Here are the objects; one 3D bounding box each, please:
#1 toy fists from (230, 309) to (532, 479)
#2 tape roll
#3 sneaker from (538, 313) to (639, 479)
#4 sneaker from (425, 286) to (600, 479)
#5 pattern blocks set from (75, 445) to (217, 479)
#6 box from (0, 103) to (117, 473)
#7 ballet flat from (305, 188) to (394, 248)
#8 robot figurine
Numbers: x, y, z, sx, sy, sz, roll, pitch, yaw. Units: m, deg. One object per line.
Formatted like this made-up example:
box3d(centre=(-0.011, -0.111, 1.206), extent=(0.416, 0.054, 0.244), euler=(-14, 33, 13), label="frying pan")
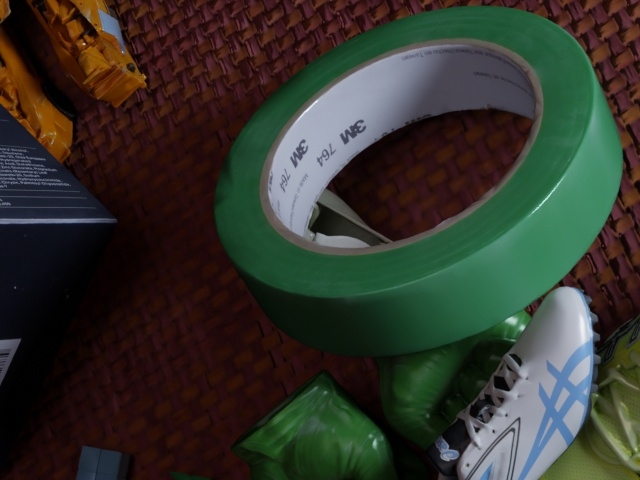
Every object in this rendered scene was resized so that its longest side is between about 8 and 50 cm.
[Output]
box3d(centre=(0.062, 0.148, 1.492), extent=(0.279, 0.096, 0.142), euler=(-40, 92, 15), label="toy fists")
box3d(centre=(0.075, -0.053, 1.480), extent=(0.321, 0.077, 0.321), euler=(-18, 41, 16), label="tape roll")
box3d(centre=(0.272, 0.083, 1.369), extent=(0.384, 0.147, 0.145), euler=(-47, 60, 16), label="sneaker")
box3d(centre=(0.134, 0.140, 1.384), extent=(0.237, 0.086, 0.085), euler=(-66, 24, 13), label="sneaker")
box3d(centre=(-0.174, 0.352, 1.642), extent=(0.285, 0.026, 0.325), euler=(17, 87, 33), label="pattern blocks set")
box3d(centre=(-0.398, 0.032, 1.725), extent=(0.312, 0.179, 0.343), euler=(43, 117, 31), label="box")
box3d(centre=(0.000, 0.000, 1.596), extent=(0.248, 0.086, 0.086), euler=(27, 92, 34), label="ballet flat")
box3d(centre=(-0.292, -0.213, 1.828), extent=(0.211, 0.085, 0.291), euler=(-43, 60, 15), label="robot figurine")
